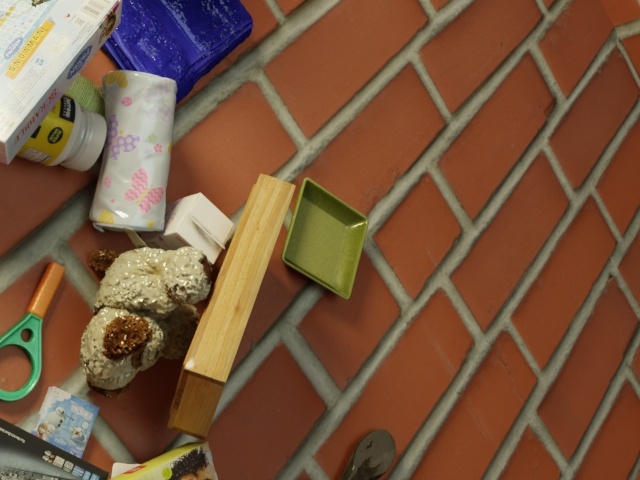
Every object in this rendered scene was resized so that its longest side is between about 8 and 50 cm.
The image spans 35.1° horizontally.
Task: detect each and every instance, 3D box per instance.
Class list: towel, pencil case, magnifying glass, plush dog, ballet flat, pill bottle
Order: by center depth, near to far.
[{"bbox_3d":[-0.454,0.140,1.571,0.092,0.026,0.231,36,58,-33],"label":"magnifying glass"},{"bbox_3d":[-0.449,-0.186,1.577,0.208,0.119,0.119,20,68,-39],"label":"pill bottle"},{"bbox_3d":[-0.306,0.130,1.606,0.210,0.262,0.225,22,51,-2],"label":"plush dog"},{"bbox_3d":[-0.309,-0.145,1.671,0.124,0.113,0.273,4,90,-24],"label":"pencil case"},{"bbox_3d":[-0.262,-0.392,1.823,0.228,0.076,0.308,56,50,-21],"label":"towel"},{"bbox_3d":[0.073,0.469,1.984,0.084,0.058,0.250,40,48,-4],"label":"ballet flat"}]

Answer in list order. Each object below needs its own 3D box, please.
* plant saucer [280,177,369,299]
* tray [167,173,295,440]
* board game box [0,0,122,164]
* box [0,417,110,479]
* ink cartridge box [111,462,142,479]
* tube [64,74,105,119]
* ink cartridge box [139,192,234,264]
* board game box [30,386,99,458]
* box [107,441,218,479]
[{"bbox_3d":[0.000,0.000,2.010,0.188,0.045,0.188,32,61,-34],"label":"plant saucer"},{"bbox_3d":[-0.148,0.104,1.693,0.076,0.203,0.411,19,51,-3],"label":"tray"},{"bbox_3d":[-0.507,-0.305,1.473,0.318,0.066,0.319,27,58,2],"label":"board game box"},{"bbox_3d":[-0.485,0.387,1.455,0.307,0.076,0.242,39,57,-32],"label":"box"},{"bbox_3d":[-0.278,0.428,1.649,0.198,0.067,0.115,21,67,-40],"label":"ink cartridge box"},{"bbox_3d":[-0.402,-0.236,1.679,0.070,0.062,0.240,-47,132,10],"label":"tube"},{"bbox_3d":[-0.225,-0.013,1.734,0.092,0.143,0.090,44,55,-28],"label":"ink cartridge box"},{"bbox_3d":[-0.403,0.288,1.592,0.090,0.020,0.090,34,59,-34],"label":"board game box"},{"bbox_3d":[-0.266,0.392,1.576,0.232,0.058,0.087,-19,96,-46],"label":"box"}]
